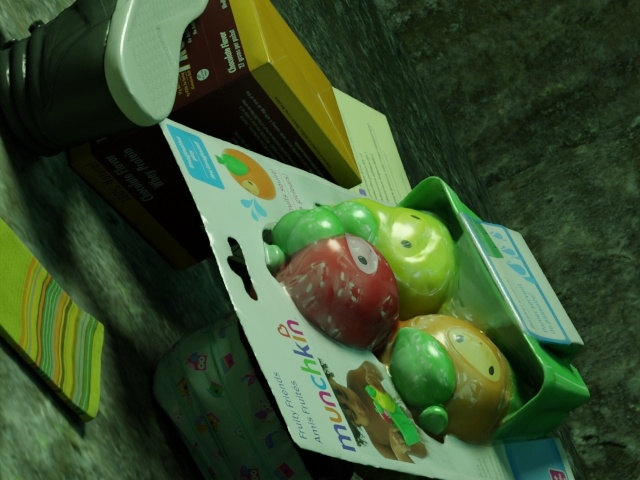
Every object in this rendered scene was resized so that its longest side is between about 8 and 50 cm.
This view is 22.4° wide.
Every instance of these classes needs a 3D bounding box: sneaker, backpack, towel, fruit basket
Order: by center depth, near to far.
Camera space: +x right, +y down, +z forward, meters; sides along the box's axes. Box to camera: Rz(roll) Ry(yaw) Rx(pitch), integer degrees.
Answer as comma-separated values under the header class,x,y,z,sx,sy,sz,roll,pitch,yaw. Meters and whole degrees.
class,x,y,z,sx,sy,sz,roll,pitch,yaw
towel,-0.219,0.019,1.102,0.237,0.021,0.102,54,14,-35
fruit basket,0.053,0.052,1.278,0.353,0.165,0.327,26,30,-47
backpack,-0.051,0.147,1.315,0.182,0.115,0.152,59,4,-11
sneaker,-0.183,-0.182,1.323,0.104,0.146,0.296,56,27,-35

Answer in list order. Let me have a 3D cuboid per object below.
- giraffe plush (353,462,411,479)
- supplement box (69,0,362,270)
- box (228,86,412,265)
class,x,y,z,sx,sy,sz,roll,pitch,yaw
giraffe plush,0.086,0.205,1.487,0.181,0.210,0.170,12,35,-41
supplement box,-0.100,-0.105,1.442,0.191,0.194,0.129,49,19,-49
box,-0.022,-0.066,1.713,0.243,0.117,0.214,25,36,-42
